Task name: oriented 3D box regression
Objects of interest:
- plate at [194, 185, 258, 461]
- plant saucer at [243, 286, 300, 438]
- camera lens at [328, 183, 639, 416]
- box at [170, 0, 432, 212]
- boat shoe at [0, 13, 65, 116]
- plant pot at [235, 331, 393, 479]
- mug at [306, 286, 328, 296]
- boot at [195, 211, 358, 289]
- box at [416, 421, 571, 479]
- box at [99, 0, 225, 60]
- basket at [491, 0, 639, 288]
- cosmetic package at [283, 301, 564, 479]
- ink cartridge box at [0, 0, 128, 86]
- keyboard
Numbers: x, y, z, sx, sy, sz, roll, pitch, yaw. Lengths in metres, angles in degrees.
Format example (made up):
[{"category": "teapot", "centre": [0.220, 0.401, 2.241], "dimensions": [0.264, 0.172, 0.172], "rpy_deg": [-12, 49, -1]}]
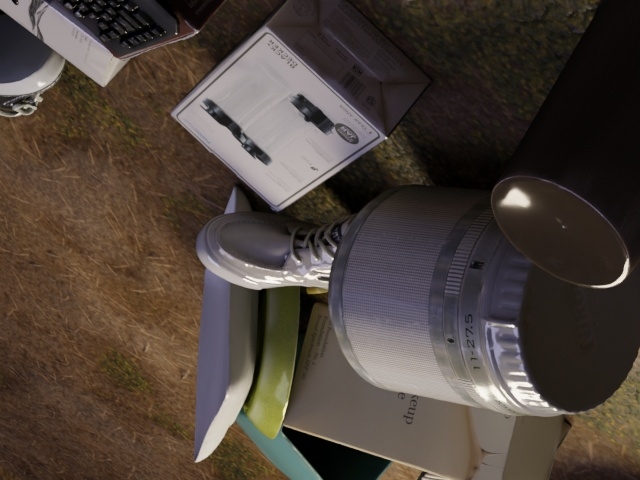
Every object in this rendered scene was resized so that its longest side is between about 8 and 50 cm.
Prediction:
[{"category": "plate", "centre": [-0.115, 0.112, 2.256], "dimensions": [0.045, 0.278, 0.277], "rpy_deg": [7, 155, -10]}, {"category": "plant saucer", "centre": [-0.065, 0.122, 2.204], "dimensions": [0.037, 0.241, 0.241], "rpy_deg": [7, 156, -10]}, {"category": "camera lens", "centre": [0.161, 0.058, 1.816], "dimensions": [0.274, 0.219, 0.219], "rpy_deg": [7, 140, 47]}, {"category": "box", "centre": [-0.028, -0.148, 1.876], "dimensions": [0.169, 0.087, 0.290], "rpy_deg": [42, 153, -8]}, {"category": "boat shoe", "centre": [-0.384, -0.206, 2.211], "dimensions": [0.306, 0.113, 0.105], "rpy_deg": [8, 147, 51]}, {"category": "plant pot", "centre": [-0.018, 0.224, 2.391], "dimensions": [0.165, 0.165, 0.234], "rpy_deg": [52, 158, -26]}, {"category": "mug", "centre": [0.028, 0.049, 2.153], "dimensions": [0.078, 0.062, 0.064], "rpy_deg": [26, 167, -19]}, {"category": "boot", "centre": [0.000, 0.000, 2.001], "dimensions": [0.258, 0.095, 0.123], "rpy_deg": [8, 153, -20]}, {"category": "box", "centre": [0.207, 0.278, 2.253], "dimensions": [0.113, 0.094, 0.275], "rpy_deg": [34, 153, 5]}, {"category": "box", "centre": [-0.171, -0.308, 1.706], "dimensions": [0.203, 0.168, 0.167], "rpy_deg": [49, 153, -20]}, {"category": "basket", "centre": [0.252, -0.084, 1.464], "dimensions": [0.204, 0.227, 0.154], "rpy_deg": [0, 135, 51]}, {"category": "cosmetic package", "centre": [0.123, 0.184, 2.090], "dimensions": [0.309, 0.160, 0.113], "rpy_deg": [12, 178, 37]}, {"category": "ink cartridge box", "centre": [-0.254, -0.289, 1.854], "dimensions": [0.219, 0.160, 0.092], "rpy_deg": [38, 155, 1]}, {"category": "keyboard", "centre": [-0.285, -0.276, 1.630], "dimensions": [0.317, 0.033, 0.201], "rpy_deg": [42, 156, -25]}]
